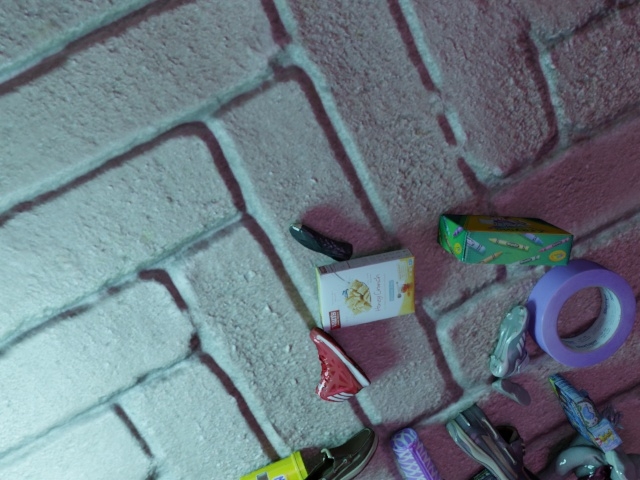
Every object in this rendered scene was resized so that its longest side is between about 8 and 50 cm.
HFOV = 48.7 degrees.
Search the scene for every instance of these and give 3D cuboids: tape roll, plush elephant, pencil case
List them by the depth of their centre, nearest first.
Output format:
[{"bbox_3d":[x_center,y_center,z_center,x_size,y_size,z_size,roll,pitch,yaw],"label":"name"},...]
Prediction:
[{"bbox_3d":[0.690,0.193,1.877,0.274,0.090,0.275,-4,107,-12],"label":"tape roll"},{"bbox_3d":[0.261,0.602,1.897,0.086,0.088,0.206,-32,109,-5],"label":"pencil case"},{"bbox_3d":[0.808,0.650,1.948,0.271,0.255,0.330,22,100,-18],"label":"plush elephant"}]

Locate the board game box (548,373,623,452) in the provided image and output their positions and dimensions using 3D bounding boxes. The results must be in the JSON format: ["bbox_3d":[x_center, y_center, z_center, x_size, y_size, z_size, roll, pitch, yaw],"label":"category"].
[{"bbox_3d":[0.719,0.471,1.908,0.060,0.194,0.194,-31,111,-3],"label":"board game box"}]

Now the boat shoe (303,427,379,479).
[{"bbox_3d":[0.046,0.563,1.799,0.257,0.095,0.095,-44,109,-28],"label":"boat shoe"}]

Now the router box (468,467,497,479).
[{"bbox_3d":[0.451,0.712,1.999,0.122,0.038,0.092,-35,110,-1],"label":"router box"}]

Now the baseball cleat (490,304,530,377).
[{"bbox_3d":[0.520,0.269,1.880,0.109,0.072,0.206,13,108,-30],"label":"baseball cleat"}]

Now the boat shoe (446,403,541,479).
[{"bbox_3d":[0.501,0.573,1.922,0.355,0.132,0.130,40,94,-21],"label":"boat shoe"}]

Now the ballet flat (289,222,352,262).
[{"bbox_3d":[0.000,0.000,1.691,0.173,0.057,0.049,28,58,-20],"label":"ballet flat"}]

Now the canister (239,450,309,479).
[{"bbox_3d":[-0.110,0.635,1.829,0.169,0.073,0.126,-22,109,-5],"label":"canister"}]

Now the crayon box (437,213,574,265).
[{"bbox_3d":[0.445,-0.003,1.722,0.278,0.165,0.081,2,105,-14],"label":"crayon box"}]

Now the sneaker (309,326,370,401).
[{"bbox_3d":[0.018,0.325,1.762,0.128,0.087,0.221,-42,109,0],"label":"sneaker"}]

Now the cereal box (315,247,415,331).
[{"bbox_3d":[0.112,0.121,1.726,0.240,0.047,0.173,-12,123,-10],"label":"cereal box"}]

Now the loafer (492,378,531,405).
[{"bbox_3d":[0.522,0.414,1.934,0.125,0.039,0.045,34,63,-22],"label":"loafer"}]
